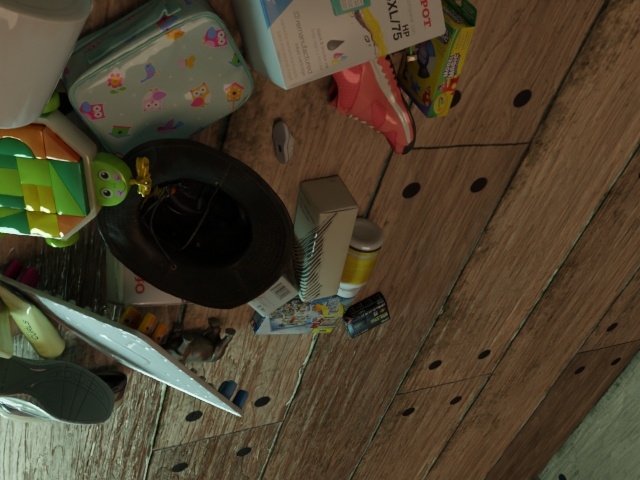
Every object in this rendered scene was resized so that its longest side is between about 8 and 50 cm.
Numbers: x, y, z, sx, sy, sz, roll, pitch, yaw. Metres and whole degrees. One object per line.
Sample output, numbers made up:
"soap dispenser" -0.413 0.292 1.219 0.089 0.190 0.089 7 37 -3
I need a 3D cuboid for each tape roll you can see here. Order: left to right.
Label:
"tape roll" -0.440 -0.284 1.006 0.246 0.246 0.169 10 126 -41

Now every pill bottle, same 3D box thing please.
"pill bottle" 0.077 0.044 1.827 0.103 0.103 0.184 -9 137 -26

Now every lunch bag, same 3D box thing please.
"lunch bag" -0.257 -0.267 1.258 0.279 0.108 0.224 -31 141 -1

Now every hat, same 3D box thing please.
"hat" -0.201 -0.045 1.346 0.331 0.134 0.331 3 119 6

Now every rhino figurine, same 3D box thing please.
"rhino figurine" -0.322 0.244 1.809 0.243 0.073 0.106 -3 131 -29

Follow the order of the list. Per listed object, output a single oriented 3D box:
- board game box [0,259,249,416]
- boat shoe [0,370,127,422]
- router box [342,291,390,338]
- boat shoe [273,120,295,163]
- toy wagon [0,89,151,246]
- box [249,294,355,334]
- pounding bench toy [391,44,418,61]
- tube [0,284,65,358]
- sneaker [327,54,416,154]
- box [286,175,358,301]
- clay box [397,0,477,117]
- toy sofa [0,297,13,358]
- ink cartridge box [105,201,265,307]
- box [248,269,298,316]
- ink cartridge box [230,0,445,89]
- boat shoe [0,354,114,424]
"board game box" -0.367 0.189 1.510 0.050 0.390 0.390 -62 147 -19
"boat shoe" -0.559 0.329 1.728 0.285 0.103 0.092 4 123 -38
"router box" 0.120 0.198 2.078 0.122 0.038 0.092 -27 143 -6
"boat shoe" -0.067 -0.195 1.529 0.035 0.035 0.100 -42 146 -32
"toy wagon" -0.437 -0.107 1.221 0.345 0.068 0.267 7 127 4
"box" -0.037 0.160 1.927 0.233 0.044 0.159 4 131 -36
"pounding bench toy" 0.154 -0.372 1.433 0.052 0.083 0.065 -18 141 -16
"tube" -0.562 0.157 1.531 0.070 0.062 0.240 -7 149 -4
"sneaker" 0.084 -0.275 1.498 0.136 0.116 0.314 -24 136 7
"box" 0.000 0.000 1.723 0.094 0.113 0.275 -11 137 -22
"clay box" 0.212 -0.354 1.457 0.053 0.127 0.222 -13 138 -23
"toy sofa" -0.753 0.230 1.443 0.362 0.150 0.177 -41 136 12
"ink cartridge box" -0.254 0.012 1.484 0.283 0.117 0.207 -1 91 -32
"box" -0.125 0.096 1.763 0.102 0.087 0.101 -34 142 5
"ink cartridge box" 0.016 -0.381 1.199 0.270 0.197 0.198 -22 118 -12
"boat shoe" -0.582 0.301 1.618 0.320 0.118 0.103 20 160 -26
